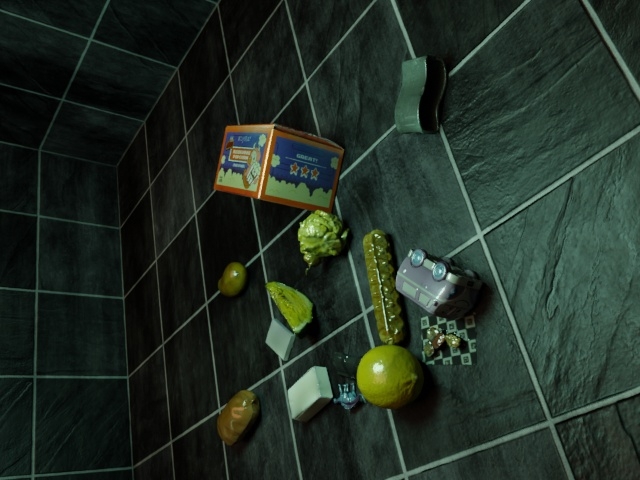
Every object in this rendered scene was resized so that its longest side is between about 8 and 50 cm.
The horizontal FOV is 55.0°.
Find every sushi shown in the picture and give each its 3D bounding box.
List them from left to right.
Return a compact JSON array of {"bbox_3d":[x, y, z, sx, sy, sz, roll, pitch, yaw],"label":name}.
[{"bbox_3d":[0.338,0.268,1.671,0.201,0.031,0.139,-16,69,51],"label":"sushi"}]

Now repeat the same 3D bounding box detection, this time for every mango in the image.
[{"bbox_3d":[-0.374,0.171,2.602,0.227,0.099,0.136,-37,58,53],"label":"mango"}]

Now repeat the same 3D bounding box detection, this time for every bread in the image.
[{"bbox_3d":[0.192,0.139,1.859,0.077,0.084,0.368,82,180,-69],"label":"bread"}]

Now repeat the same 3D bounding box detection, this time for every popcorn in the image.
[{"bbox_3d":[-0.008,-0.003,2.084,0.195,0.168,0.174,-40,49,41],"label":"popcorn"}]

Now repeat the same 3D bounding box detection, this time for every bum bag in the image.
[{"bbox_3d":[0.106,0.399,1.943,0.197,0.049,0.087,-1,106,53],"label":"bum bag"}]

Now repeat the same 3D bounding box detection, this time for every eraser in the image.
[{"bbox_3d":[-0.152,0.373,2.314,0.150,0.023,0.104,32,108,52],"label":"eraser"}]

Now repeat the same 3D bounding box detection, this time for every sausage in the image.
[{"bbox_3d":[-0.317,0.685,2.383,0.136,0.120,0.241,46,119,31],"label":"sausage"}]

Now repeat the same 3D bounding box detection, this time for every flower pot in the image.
[{"bbox_3d":[0.297,-0.427,1.829,0.108,0.103,0.230,10,91,54],"label":"flower pot"}]

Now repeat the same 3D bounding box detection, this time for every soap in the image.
[{"bbox_3d":[-0.038,0.522,2.083,0.183,0.063,0.122,-49,40,36],"label":"soap"}]

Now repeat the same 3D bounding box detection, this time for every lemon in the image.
[{"bbox_3d":[0.196,0.380,1.716,0.203,0.178,0.179,-15,70,52],"label":"lemon"}]

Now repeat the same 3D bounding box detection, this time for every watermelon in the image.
[{"bbox_3d":[-0.103,0.252,2.186,0.123,0.129,0.301,-63,34,18],"label":"watermelon"}]

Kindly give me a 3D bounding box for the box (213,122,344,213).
[{"bbox_3d":[-0.152,-0.261,2.214,0.348,0.318,0.257,15,93,55],"label":"box"}]

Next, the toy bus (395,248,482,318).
[{"bbox_3d":[0.316,0.118,1.648,0.202,0.141,0.142,35,104,52],"label":"toy bus"}]

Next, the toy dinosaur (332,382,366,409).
[{"bbox_3d":[0.090,0.494,1.945,0.197,0.045,0.080,-25,69,58],"label":"toy dinosaur"}]
